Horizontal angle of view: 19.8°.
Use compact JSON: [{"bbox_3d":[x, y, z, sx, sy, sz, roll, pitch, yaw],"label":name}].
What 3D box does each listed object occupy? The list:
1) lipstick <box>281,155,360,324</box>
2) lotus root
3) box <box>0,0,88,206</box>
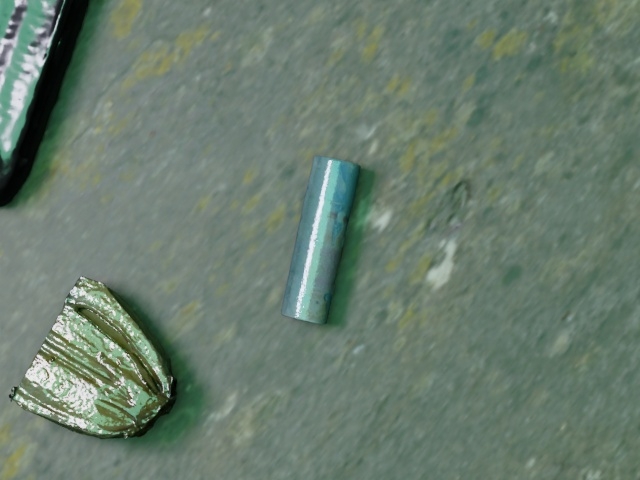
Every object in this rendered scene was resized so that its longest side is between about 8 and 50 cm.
[{"bbox_3d":[0.000,0.000,1.763,0.048,0.048,0.158,12,89,4],"label":"lipstick"},{"bbox_3d":[-0.209,0.131,1.762,0.144,0.070,0.143,36,85,8],"label":"lotus root"},{"bbox_3d":[-0.385,-0.206,1.782,0.289,0.073,0.290,20,89,4],"label":"box"}]
